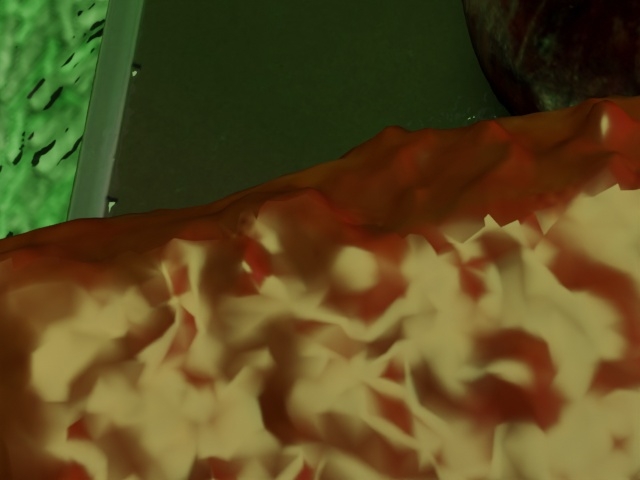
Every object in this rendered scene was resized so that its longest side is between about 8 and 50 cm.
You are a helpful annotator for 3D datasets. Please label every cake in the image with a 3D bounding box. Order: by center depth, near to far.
[{"bbox_3d":[0.043,0.139,0.530,0.270,0.319,0.269,-15,67,6],"label":"cake"}]

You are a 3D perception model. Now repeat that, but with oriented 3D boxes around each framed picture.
[{"bbox_3d":[0.000,0.000,0.794,0.232,0.019,0.296,2,64,14],"label":"framed picture"}]

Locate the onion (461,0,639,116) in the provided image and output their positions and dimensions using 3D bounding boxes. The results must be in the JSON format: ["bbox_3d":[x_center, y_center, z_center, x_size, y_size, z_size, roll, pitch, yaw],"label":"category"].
[{"bbox_3d":[0.187,-0.140,0.716,0.272,0.195,0.272,-2,61,4],"label":"onion"}]
